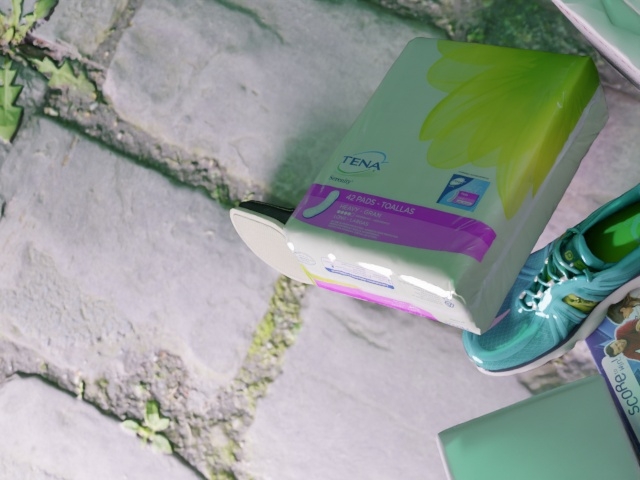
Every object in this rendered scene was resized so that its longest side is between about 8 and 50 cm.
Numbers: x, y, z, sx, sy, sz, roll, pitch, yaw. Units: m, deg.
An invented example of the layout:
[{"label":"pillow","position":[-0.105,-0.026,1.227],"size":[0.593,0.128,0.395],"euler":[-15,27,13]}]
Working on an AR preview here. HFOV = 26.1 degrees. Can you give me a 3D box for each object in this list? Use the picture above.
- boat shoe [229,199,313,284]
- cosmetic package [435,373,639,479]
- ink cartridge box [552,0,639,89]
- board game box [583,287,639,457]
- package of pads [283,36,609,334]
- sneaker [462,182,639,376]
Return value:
[{"label":"boat shoe","position":[0.000,0.000,1.531],"size":[0.233,0.084,0.079],"euler":[18,50,35]},{"label":"cosmetic package","position":[0.260,0.371,1.199],"size":[0.162,0.230,0.453],"euler":[-22,66,8]},{"label":"ink cartridge box","position":[0.334,-0.188,1.276],"size":[0.117,0.278,0.201],"euler":[-48,64,11]},{"label":"board game box","position":[0.336,0.101,1.355],"size":[0.136,0.035,0.201],"euler":[-29,68,18]},{"label":"package of pads","position":[0.123,-0.066,1.388],"size":[0.229,0.101,0.296],"euler":[15,62,39]},{"label":"sneaker","position":[0.242,0.026,1.334],"size":[0.275,0.110,0.107],"euler":[-40,64,15]}]
